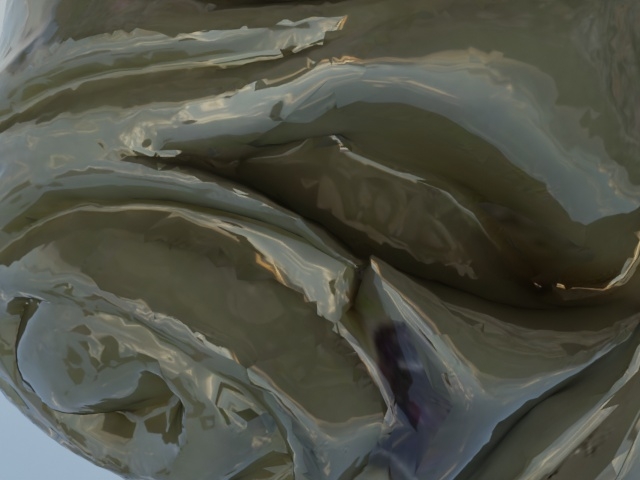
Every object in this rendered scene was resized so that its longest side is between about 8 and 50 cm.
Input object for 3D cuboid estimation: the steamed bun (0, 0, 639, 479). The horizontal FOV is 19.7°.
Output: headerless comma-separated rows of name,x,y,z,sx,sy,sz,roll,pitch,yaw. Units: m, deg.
steamed bun,0.000,0.000,0.732,0.342,0.367,0.255,1,-149,28
